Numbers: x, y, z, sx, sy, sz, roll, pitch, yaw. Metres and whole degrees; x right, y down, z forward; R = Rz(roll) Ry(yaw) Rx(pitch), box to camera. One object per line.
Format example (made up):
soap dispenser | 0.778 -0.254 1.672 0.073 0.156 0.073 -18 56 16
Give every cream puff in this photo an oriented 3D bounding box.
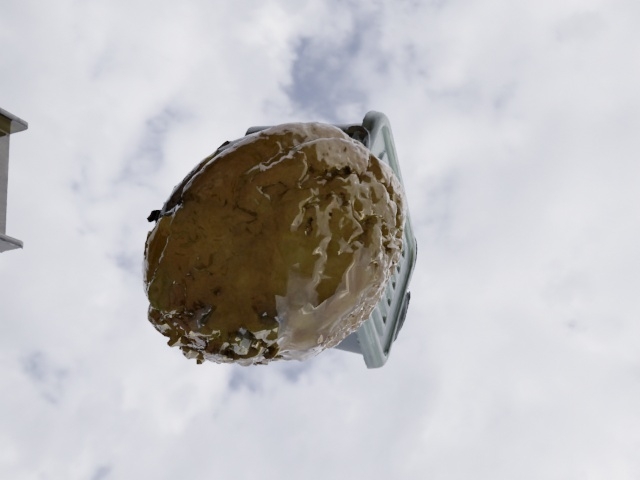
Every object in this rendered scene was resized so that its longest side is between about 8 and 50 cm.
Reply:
cream puff | -0.026 0.013 0.575 0.189 0.189 0.129 -49 -120 20

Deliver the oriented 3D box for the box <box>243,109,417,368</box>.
box | 0.000 0.000 0.839 0.135 0.243 0.163 5 -125 20

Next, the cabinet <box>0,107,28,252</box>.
cabinet | -0.496 -0.070 1.114 0.215 0.148 0.174 -10 -109 20
